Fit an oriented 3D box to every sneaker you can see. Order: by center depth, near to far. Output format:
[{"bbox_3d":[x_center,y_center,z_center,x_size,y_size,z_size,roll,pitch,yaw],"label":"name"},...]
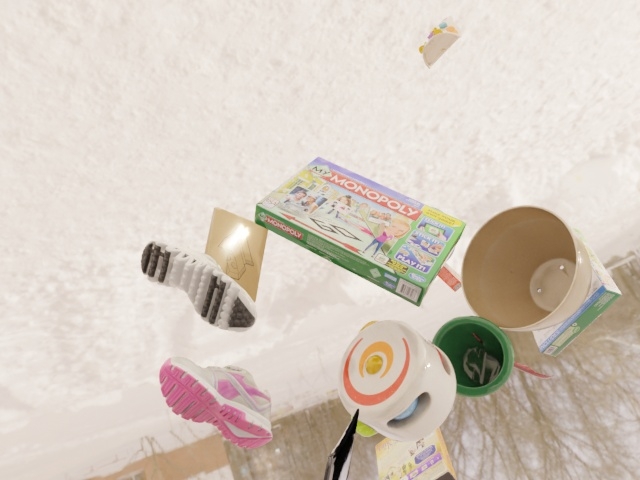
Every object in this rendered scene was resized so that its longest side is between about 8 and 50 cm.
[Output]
[{"bbox_3d":[-0.192,0.287,0.946,0.103,0.111,0.252,-34,116,25],"label":"sneaker"},{"bbox_3d":[-0.234,0.083,1.037,0.118,0.292,0.110,-7,126,-63],"label":"sneaker"}]

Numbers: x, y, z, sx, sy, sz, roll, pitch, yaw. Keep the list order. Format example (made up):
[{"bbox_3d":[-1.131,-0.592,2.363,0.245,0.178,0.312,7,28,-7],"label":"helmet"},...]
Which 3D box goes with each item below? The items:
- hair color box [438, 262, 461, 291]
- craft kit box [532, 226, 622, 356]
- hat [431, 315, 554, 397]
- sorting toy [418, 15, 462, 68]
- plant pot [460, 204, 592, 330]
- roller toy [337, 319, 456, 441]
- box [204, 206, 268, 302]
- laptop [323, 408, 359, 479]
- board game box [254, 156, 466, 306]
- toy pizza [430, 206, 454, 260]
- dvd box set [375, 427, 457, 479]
[{"bbox_3d":[0.435,0.109,1.758,0.043,0.141,0.072,-44,-170,20],"label":"hair color box"},{"bbox_3d":[0.633,0.132,1.321,0.060,0.247,0.250,15,128,-16],"label":"craft kit box"},{"bbox_3d":[0.371,0.286,1.131,0.173,0.208,0.183,-52,140,-1],"label":"hat"},{"bbox_3d":[0.215,-0.371,0.909,0.044,0.075,0.083,30,143,-16],"label":"sorting toy"},{"bbox_3d":[0.499,0.082,1.154,0.190,0.284,0.284,19,141,-33],"label":"plant pot"},{"bbox_3d":[0.133,0.247,0.907,0.191,0.210,0.146,-11,139,44],"label":"roller toy"},{"bbox_3d":[-0.212,0.038,1.236,0.021,0.202,0.164,-9,156,44],"label":"box"},{"bbox_3d":[-0.106,0.402,0.568,0.407,0.237,0.382,-24,165,2],"label":"laptop"},{"bbox_3d":[0.073,-0.031,0.884,0.213,0.317,0.046,-46,155,-44],"label":"board game box"},{"bbox_3d":[0.359,-0.012,1.656,0.201,0.202,0.032,-15,177,-21],"label":"toy pizza"},{"bbox_3d":[0.368,0.892,2.020,0.307,0.062,0.420,-39,-172,9],"label":"dvd box set"}]
